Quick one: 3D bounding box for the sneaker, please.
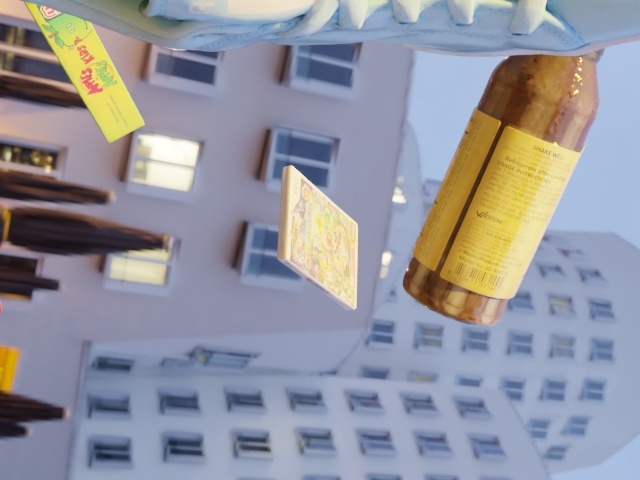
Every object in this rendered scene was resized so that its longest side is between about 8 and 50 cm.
[{"bbox_3d":[-0.003,-0.120,0.377,0.150,0.365,0.135,-68,161,-48],"label":"sneaker"}]

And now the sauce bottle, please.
[{"bbox_3d":[0.189,-0.090,0.872,0.345,0.111,0.111,-66,-155,15],"label":"sauce bottle"}]

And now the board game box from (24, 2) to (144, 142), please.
[{"bbox_3d":[-0.234,-0.189,0.901,0.092,0.043,0.181,57,-7,37],"label":"board game box"}]

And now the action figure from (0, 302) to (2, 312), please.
[{"bbox_3d":[-0.428,0.108,0.836,0.091,0.280,0.139,49,-31,36],"label":"action figure"}]

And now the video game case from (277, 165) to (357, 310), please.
[{"bbox_3d":[0.000,0.000,0.814,0.011,0.122,0.087,-12,-119,27],"label":"video game case"}]
